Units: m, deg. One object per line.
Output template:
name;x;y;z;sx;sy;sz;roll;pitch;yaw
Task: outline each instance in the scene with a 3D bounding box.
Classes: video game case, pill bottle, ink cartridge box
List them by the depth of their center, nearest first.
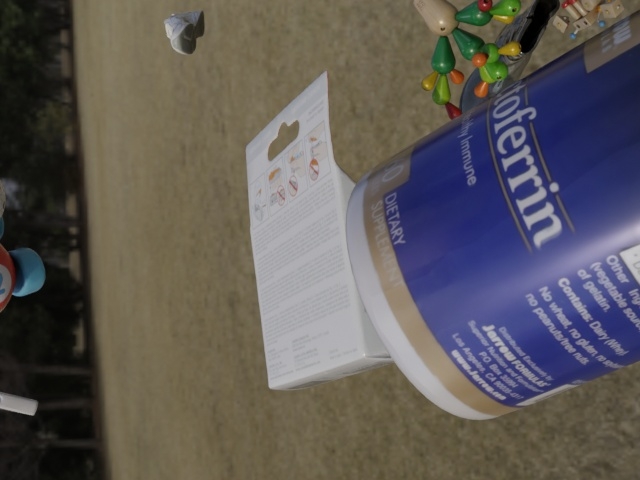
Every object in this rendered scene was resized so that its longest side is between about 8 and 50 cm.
pill bottle;0.156;-0.025;0.467;0.264;0.153;0.153;-30;52;29
video game case;-0.384;0.155;0.992;0.157;0.143;0.019;-10;64;57
ink cartridge box;0.000;0.000;1.348;0.308;0.091;0.385;-31;62;60

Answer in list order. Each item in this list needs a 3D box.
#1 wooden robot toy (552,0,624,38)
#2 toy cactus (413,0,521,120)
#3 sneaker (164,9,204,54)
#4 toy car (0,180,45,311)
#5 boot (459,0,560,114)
wooden robot toy;0.522;-0.452;1.843;0.076;0.079;0.173;52;162;-11
toy cactus;0.200;-0.294;1.415;0.180;0.112;0.219;49;147;13
sneaker;-0.239;-0.353;1.631;0.152;0.061;0.054;-79;-8;-62
toy car;-0.505;-0.023;1.371;0.210;0.219;0.238;46;125;15
boot;0.329;-0.315;1.691;0.246;0.083;0.161;-64;3;-8
